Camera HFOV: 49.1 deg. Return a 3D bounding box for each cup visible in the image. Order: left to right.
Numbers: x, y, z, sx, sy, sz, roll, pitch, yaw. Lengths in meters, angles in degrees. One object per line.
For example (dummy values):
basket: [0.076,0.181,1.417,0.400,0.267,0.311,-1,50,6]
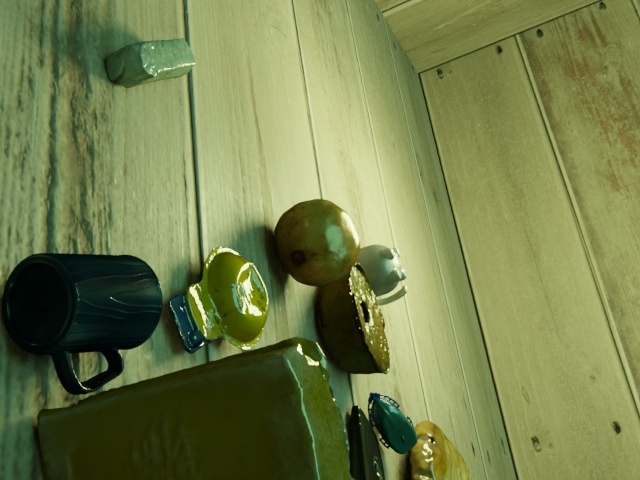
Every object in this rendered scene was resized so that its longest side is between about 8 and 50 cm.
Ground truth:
cup: [-0.256,0.083,0.781,0.150,0.113,0.138,52,17,18]
cup: [0.142,0.096,1.776,0.173,0.142,0.134,69,20,-8]

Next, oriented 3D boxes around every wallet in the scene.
wallet: [0.105,0.487,1.486,0.245,0.052,0.168,-89,156,-47]

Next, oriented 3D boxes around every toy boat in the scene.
toy boat: [0.151,0.413,1.645,0.175,0.091,0.110,58,-10,-25]

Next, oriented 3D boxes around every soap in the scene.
soap: [-0.130,0.228,0.712,0.091,0.315,0.199,4,70,-68]

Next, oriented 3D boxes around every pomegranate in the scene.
pomegranate: [0.000,0.000,1.443,0.196,0.196,0.196,52,28,-42]

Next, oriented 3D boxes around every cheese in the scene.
cheese: [-0.153,0.098,1.117,0.270,0.069,0.176,-26,96,-67]

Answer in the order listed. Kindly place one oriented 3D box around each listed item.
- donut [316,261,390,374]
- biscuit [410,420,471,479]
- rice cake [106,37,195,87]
donut: [0.073,0.184,1.591,0.272,0.107,0.272,-17,90,-75]
biscuit: [0.317,0.685,1.781,0.446,0.104,0.429,54,26,-46]
rice cake: [-0.271,-0.294,1.151,0.063,0.069,0.206,67,22,-12]
